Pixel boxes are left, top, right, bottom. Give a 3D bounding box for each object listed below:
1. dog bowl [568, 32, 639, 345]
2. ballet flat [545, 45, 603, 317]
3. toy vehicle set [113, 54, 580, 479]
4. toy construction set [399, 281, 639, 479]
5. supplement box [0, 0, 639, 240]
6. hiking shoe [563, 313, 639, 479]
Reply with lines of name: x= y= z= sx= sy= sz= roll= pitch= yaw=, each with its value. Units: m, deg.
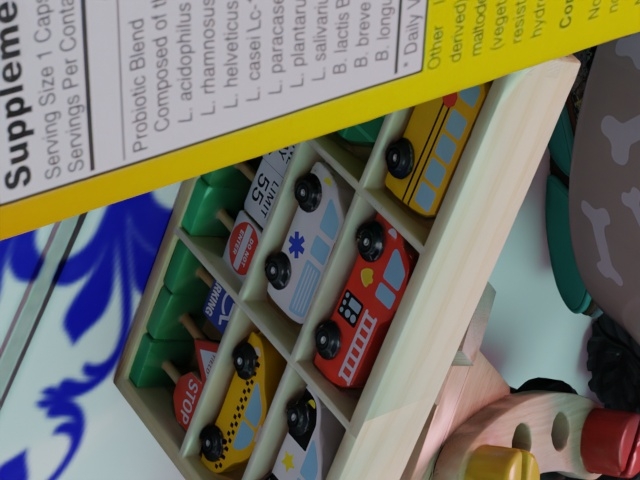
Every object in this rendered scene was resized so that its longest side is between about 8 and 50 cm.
dog bowl: x=0.252 y=-0.077 z=0.982 sx=0.348 sy=0.102 sz=0.349 roll=-32 pitch=136 yaw=-37
ballet flat: x=0.146 y=-0.038 z=1.007 sx=0.070 sy=0.070 sz=0.188 roll=-29 pitch=137 yaw=-16
toy vehicle set: x=0.000 y=0.000 z=0.853 sx=0.035 sy=0.166 sz=0.267 roll=1 pitch=121 yaw=-38
toy construction set: x=0.063 y=0.138 z=0.931 sx=0.257 sy=0.309 sz=0.237 roll=-44 pitch=133 yaw=-13
supplement box: x=-0.017 y=-0.170 z=0.686 sx=0.356 sy=0.195 sz=0.194 roll=-19 pitch=132 yaw=-26
hiking shoe: x=0.211 y=0.123 z=1.172 sx=0.114 sy=0.086 sz=0.227 roll=-13 pitch=128 yaw=-26
